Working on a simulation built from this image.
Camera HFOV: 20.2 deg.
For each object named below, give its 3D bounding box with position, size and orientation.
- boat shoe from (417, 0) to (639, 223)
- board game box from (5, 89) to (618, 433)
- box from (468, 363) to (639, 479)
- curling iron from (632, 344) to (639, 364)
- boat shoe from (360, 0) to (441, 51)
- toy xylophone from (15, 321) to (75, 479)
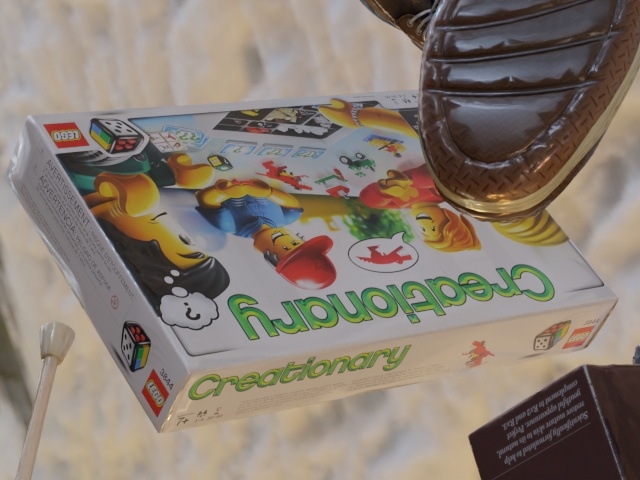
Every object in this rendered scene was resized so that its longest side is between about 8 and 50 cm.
[{"bbox_3d":[0.114,-0.104,0.822,0.095,0.257,0.095,10,149,21],"label":"boat shoe"},{"bbox_3d":[0.000,0.000,1.016,0.193,0.305,0.053,54,134,31],"label":"board game box"},{"bbox_3d":[0.278,0.216,1.617,0.168,0.203,0.167,-38,59,44],"label":"box"},{"bbox_3d":[0.319,0.231,1.805,0.068,0.035,0.274,-39,42,55],"label":"curling iron"},{"bbox_3d":[0.099,-0.184,1.477,0.183,0.066,0.066,34,-171,-23],"label":"boat shoe"},{"bbox_3d":[-0.325,0.132,1.373,0.081,0.236,0.323,117,171,-48],"label":"toy xylophone"}]
